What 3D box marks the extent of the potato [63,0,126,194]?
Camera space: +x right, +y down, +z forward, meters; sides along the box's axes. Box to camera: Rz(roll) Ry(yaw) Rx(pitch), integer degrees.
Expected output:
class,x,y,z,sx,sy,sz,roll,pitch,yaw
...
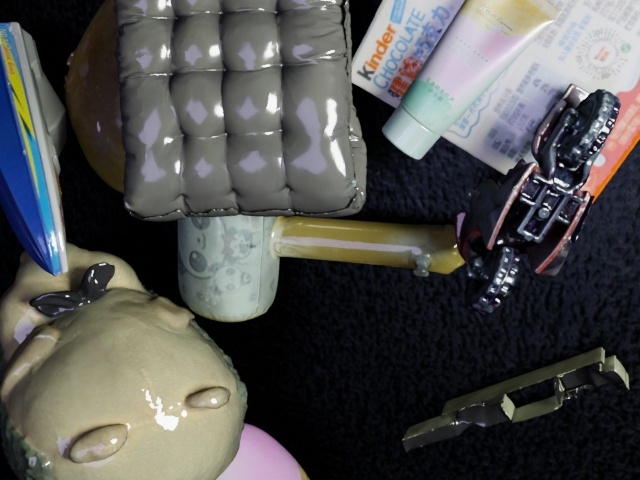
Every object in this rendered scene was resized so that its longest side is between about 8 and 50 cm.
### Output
class,x,y,z,sx,sy,sz,roll,pitch,yaw
potato,-0.220,-0.155,0.845,0.138,0.098,0.243,-7,104,24

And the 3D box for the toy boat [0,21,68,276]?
class,x,y,z,sx,sy,sz,roll,pitch,yaw
toy boat,-0.301,-0.085,0.822,0.129,0.088,0.295,111,142,-52

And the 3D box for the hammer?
class,x,y,z,sx,sy,sz,roll,pitch,yaw
hammer,0.000,0.000,0.824,0.305,0.113,0.202,8,114,9

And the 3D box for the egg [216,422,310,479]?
class,x,y,z,sx,sy,sz,roll,pitch,yaw
egg,-0.084,0.346,0.912,0.196,0.196,0.271,-12,111,23

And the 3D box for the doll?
class,x,y,z,sx,sy,sz,roll,pitch,yaw
doll,-0.233,0.132,0.842,0.349,0.247,0.247,37,125,50

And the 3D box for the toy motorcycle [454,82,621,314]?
class,x,y,z,sx,sy,sz,roll,pitch,yaw
toy motorcycle,0.183,-0.039,0.688,0.082,0.122,0.213,24,108,-15

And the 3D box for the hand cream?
class,x,y,z,sx,sy,sz,roll,pitch,yaw
hand cream,0.123,-0.153,0.697,0.076,0.047,0.174,41,111,5

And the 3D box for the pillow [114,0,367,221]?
class,x,y,z,sx,sy,sz,roll,pitch,yaw
pillow,-0.070,-0.182,0.710,0.228,0.101,0.326,-1,92,6

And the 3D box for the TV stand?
class,x,y,z,sx,sy,sz,roll,pitch,yaw
TV stand,0.197,0.174,0.837,0.249,0.036,0.042,-26,99,26

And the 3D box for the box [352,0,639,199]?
class,x,y,z,sx,sy,sz,roll,pitch,yaw
box,0.194,-0.198,0.701,0.265,0.048,0.273,33,118,6
